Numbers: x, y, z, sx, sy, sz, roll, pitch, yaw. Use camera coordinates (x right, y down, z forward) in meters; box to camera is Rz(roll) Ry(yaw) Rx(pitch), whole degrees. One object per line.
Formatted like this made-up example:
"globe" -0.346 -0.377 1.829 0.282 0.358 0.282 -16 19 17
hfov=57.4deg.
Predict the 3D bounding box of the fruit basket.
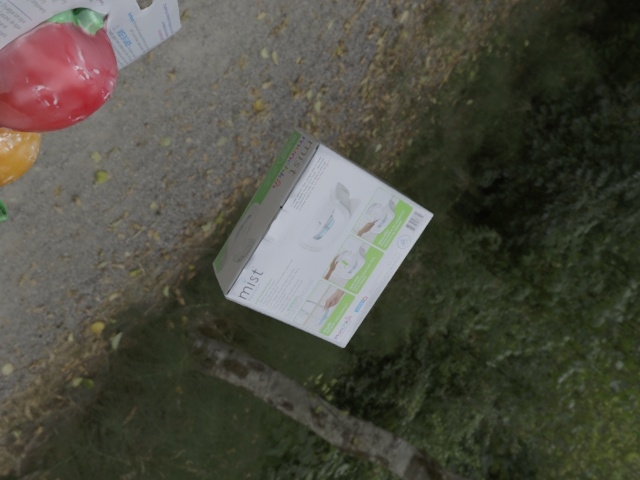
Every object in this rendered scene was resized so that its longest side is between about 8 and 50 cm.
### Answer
"fruit basket" -0.270 -0.120 0.446 0.353 0.165 0.327 -39 -168 -3

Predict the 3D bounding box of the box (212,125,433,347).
"box" 0.000 0.000 0.910 0.231 0.127 0.262 27 101 -27
